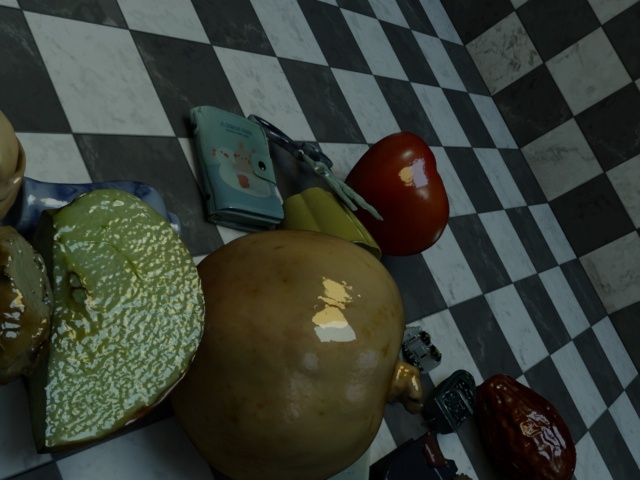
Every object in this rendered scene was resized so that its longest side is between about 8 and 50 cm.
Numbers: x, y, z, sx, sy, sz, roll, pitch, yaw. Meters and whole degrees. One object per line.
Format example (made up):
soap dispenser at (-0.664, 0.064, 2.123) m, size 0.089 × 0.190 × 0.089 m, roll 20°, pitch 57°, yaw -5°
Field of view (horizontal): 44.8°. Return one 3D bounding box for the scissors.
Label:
scissors at (0.002, -0.151, 1.681) m, size 0.256 × 0.029 × 0.383 m, roll 23°, pitch 18°, yaw -42°

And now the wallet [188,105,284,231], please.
wallet at (-0.171, -0.142, 1.554) m, size 0.176 × 0.075 × 0.250 m, roll 11°, pitch 55°, yaw -43°

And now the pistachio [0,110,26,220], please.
pistachio at (-0.487, -0.123, 1.042) m, size 0.157 × 0.157 × 0.229 m, roll -1°, pitch 52°, yaw -54°

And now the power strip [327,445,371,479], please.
power strip at (0.036, 0.349, 1.353) m, size 0.098 × 0.058 × 0.338 m, roll 24°, pitch 22°, yaw -4°

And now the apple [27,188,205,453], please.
apple at (-0.289, 0.106, 1.005) m, size 0.179 × 0.254 × 0.346 m, roll 41°, pitch 35°, yaw -57°

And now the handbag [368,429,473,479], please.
handbag at (0.208, 0.536, 1.457) m, size 0.329 × 0.122 × 0.303 m, roll -8°, pitch 69°, yaw -58°

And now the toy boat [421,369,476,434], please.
toy boat at (0.313, 0.356, 1.773) m, size 0.093 × 0.103 × 0.246 m, roll 59°, pitch 29°, yaw 3°

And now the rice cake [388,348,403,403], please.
rice cake at (0.132, 0.242, 1.674) m, size 0.124 × 0.038 × 0.211 m, roll 29°, pitch 41°, yaw -38°

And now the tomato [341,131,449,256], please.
tomato at (0.169, -0.099, 1.818) m, size 0.298 × 0.226 × 0.299 m, roll 160°, pitch -90°, yaw -79°

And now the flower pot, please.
flower pot at (0.000, 0.000, 1.576) m, size 0.195 × 0.195 × 0.179 m, roll 16°, pitch 38°, yaw -48°

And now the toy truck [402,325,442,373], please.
toy truck at (0.229, 0.244, 1.783) m, size 0.111 × 0.076 × 0.077 m, roll 58°, pitch 14°, yaw 3°

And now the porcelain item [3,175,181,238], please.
porcelain item at (-0.336, -0.029, 1.175) m, size 0.259 × 0.141 × 0.141 m, roll 10°, pitch 56°, yaw -41°

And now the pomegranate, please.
pomegranate at (-0.032, 0.175, 1.182) m, size 0.411 × 0.411 × 0.411 m, roll 34°, pitch 39°, yaw -34°

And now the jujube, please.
jujube at (0.475, 0.456, 1.837) m, size 0.197 × 0.197 × 0.290 m, roll 8°, pitch 42°, yaw -51°

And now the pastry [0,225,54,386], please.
pastry at (-0.407, 0.084, 0.896) m, size 0.218 × 0.229 × 0.100 m, roll -55°, pitch 148°, yaw -18°
